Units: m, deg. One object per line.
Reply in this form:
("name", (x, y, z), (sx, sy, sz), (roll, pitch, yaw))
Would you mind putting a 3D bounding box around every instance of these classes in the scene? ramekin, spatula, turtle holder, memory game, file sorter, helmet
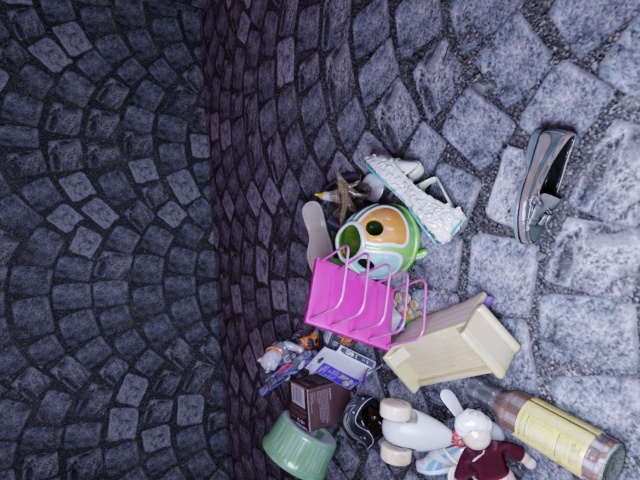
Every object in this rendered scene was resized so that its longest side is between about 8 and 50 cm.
("ramekin", (-0.079, 0.851, 1.818), (0.303, 0.303, 0.148), (22, 81, 56))
("spatula", (0.200, 0.431, 1.499), (0.030, 0.084, 0.296), (39, 118, 8))
("turtle holder", (0.155, 0.005, 1.394), (0.320, 0.227, 0.243), (-4, 89, 54))
("memory game", (0.279, 0.263, 1.441), (0.186, 0.012, 0.186), (10, 102, 58))
("file sorter", (0.135, 0.162, 1.227), (0.182, 0.290, 0.202), (-35, 38, 51))
("helmet", (0.157, 0.637, 1.538), (0.161, 0.169, 0.169), (47, 133, 24))

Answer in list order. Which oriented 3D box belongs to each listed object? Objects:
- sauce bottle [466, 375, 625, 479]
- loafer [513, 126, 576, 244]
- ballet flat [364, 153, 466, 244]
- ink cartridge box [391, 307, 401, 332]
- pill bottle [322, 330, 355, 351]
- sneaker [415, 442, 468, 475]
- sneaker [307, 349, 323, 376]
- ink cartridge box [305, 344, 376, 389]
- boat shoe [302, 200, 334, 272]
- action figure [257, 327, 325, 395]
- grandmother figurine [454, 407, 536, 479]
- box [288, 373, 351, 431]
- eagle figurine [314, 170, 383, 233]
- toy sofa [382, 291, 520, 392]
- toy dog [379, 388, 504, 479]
("sauce bottle", (0.499, 0.421, 1.004), (0.344, 0.111, 0.111), (21, 111, 58))
("loafer", (0.499, -0.117, 0.965), (0.084, 0.096, 0.268), (17, 106, 51))
("ballet flat", (0.288, -0.156, 1.303), (0.409, 0.147, 0.147), (56, 138, 35))
("ink cartridge box", (0.212, 0.258, 1.486), (0.122, 0.052, 0.088), (47, 131, 45))
("pill bottle", (0.085, 0.347, 1.658), (0.130, 0.130, 0.246), (53, 136, 43))
("sneaker", (0.367, 0.636, 1.275), (0.228, 0.087, 0.092), (-41, 51, 44))
("sneaker", (-0.028, 0.593, 1.903), (0.080, 0.094, 0.212), (-41, 58, 54))
("ink cartridge box", (0.071, 0.473, 1.642), (0.206, 0.208, 0.045), (-56, 10, 45))
("boat shoe", (0.000, 0.000, 1.796), (0.116, 0.096, 0.324), (-12, 84, 18))
("action figure", (-0.146, 0.480, 1.782), (0.341, 0.330, 0.178), (-43, 70, 23))
("grandmother figurine", (0.421, 0.564, 1.050), (0.104, 0.207, 0.342), (-159, 45, -83))
("box", (-0.003, 0.647, 1.761), (0.168, 0.203, 0.167), (-5, 88, 60))
("eagle figurine", (0.088, -0.155, 1.586), (0.226, 0.225, 0.298), (-53, -7, -3))
("toy sofa", (0.358, 0.293, 1.204), (0.150, 0.177, 0.362), (49, 143, 0))
("toy dog", (0.299, 0.512, 1.174), (0.161, 0.333, 0.220), (-118, 52, -87))
